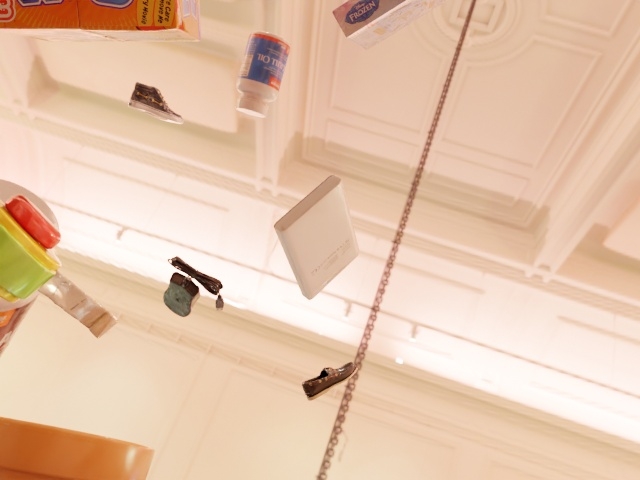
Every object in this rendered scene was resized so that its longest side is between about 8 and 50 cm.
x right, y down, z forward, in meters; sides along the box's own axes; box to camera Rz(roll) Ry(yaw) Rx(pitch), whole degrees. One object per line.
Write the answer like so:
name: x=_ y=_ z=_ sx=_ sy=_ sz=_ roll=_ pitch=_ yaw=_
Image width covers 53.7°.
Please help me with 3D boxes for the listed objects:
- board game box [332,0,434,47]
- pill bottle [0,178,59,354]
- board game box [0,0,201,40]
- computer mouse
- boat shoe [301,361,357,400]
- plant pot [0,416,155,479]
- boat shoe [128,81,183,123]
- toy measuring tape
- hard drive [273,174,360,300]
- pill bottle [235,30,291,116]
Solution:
board game box: x=0.202 y=-0.536 z=1.373 sx=0.318 sy=0.318 sz=0.065 roll=-28 pitch=-85 yaw=15
pill bottle: x=-0.637 y=0.086 z=1.143 sx=0.224 sy=0.224 sz=0.392 roll=32 pitch=-59 yaw=-16
board game box: x=-0.448 y=-0.595 z=1.273 sx=0.357 sy=0.356 sz=0.355 roll=-1 pitch=-76 yaw=-4
computer mouse: x=-0.342 y=0.145 z=1.759 sx=0.184 sy=0.060 sz=0.262 roll=31 pitch=-39 yaw=6
boat shoe: x=0.021 y=0.285 z=1.324 sx=0.049 sy=0.133 sz=0.042 roll=-22 pitch=-88 yaw=61
plant pot: x=-0.406 y=0.375 z=0.906 sx=0.291 sy=0.203 sz=0.291 roll=9 pitch=-21 yaw=3
boat shoe: x=-0.502 y=-0.427 z=1.975 sx=0.184 sy=0.083 sz=0.065 roll=17 pitch=-2 yaw=-38
toy measuring tape: x=-0.320 y=0.046 z=0.724 sx=0.122 sy=0.121 sz=0.330 roll=4 pitch=-34 yaw=25
hard drive: x=0.000 y=0.000 z=1.854 sx=0.047 sy=0.233 sz=0.353 roll=36 pitch=-21 yaw=32
pill bottle: x=-0.170 y=-0.471 z=1.807 sx=0.125 sy=0.221 sz=0.124 roll=15 pitch=1 yaw=0
